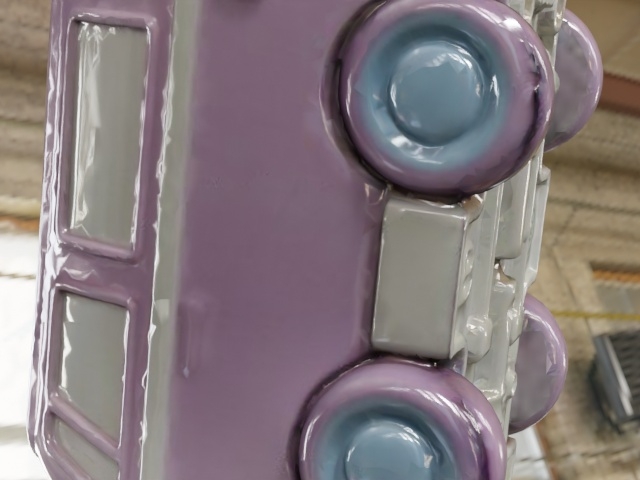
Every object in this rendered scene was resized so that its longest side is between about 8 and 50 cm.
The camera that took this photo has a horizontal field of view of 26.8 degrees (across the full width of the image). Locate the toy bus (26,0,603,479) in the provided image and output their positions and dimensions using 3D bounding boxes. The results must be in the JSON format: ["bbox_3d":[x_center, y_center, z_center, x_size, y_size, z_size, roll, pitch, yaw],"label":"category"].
[{"bbox_3d":[0.000,0.000,0.397,0.142,0.202,0.142,8,11,16],"label":"toy bus"}]
